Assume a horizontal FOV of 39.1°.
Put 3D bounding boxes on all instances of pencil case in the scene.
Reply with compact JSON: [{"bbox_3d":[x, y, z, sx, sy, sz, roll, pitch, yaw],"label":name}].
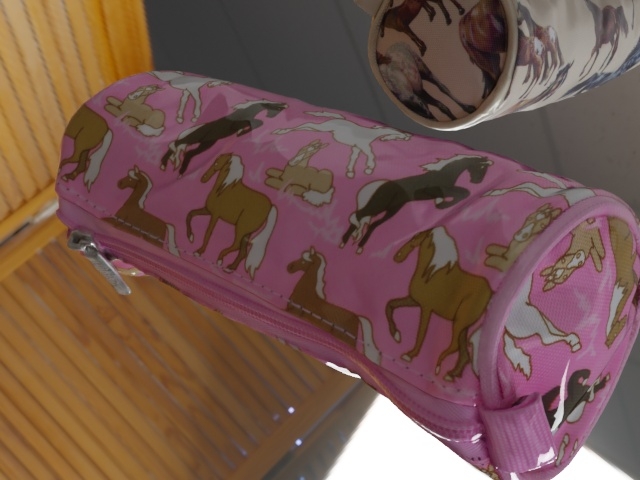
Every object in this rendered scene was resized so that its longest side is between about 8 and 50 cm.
[{"bbox_3d":[0.000,0.000,0.550,0.386,0.167,0.160,20,-3,39],"label":"pencil case"},{"bbox_3d":[0.222,-0.235,0.956,0.160,0.410,0.183,-42,-104,41],"label":"pencil case"}]
